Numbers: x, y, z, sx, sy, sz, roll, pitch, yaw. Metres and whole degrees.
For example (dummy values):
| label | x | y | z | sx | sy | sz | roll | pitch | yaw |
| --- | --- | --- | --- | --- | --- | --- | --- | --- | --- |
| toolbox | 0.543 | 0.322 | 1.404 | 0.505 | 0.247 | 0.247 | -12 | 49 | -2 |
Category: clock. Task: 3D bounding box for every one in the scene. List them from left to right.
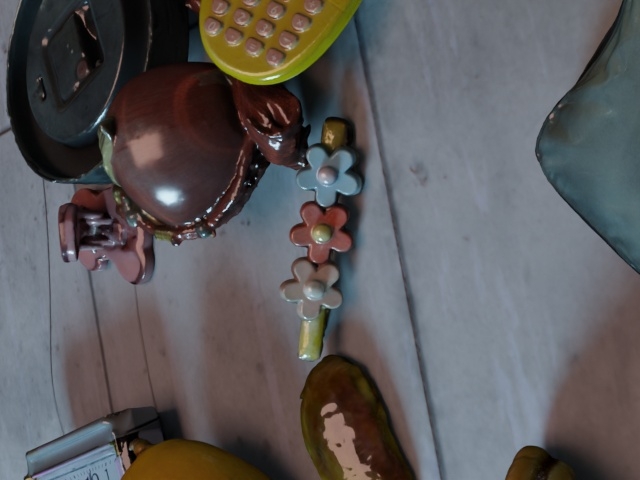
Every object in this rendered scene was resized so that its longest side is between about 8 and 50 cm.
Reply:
| label | x | y | z | sx | sy | sz | roll | pitch | yaw |
| --- | --- | --- | --- | --- | --- | --- | --- | --- | --- |
| clock | -0.239 | -0.192 | 1.220 | 0.281 | 0.055 | 0.280 | -7 | 81 | 46 |
| clock | -0.231 | 0.296 | 1.275 | 0.253 | 0.083 | 0.186 | -27 | 74 | 46 |

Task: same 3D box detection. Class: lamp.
| label | x | y | z | sx | sy | sz | roll | pitch | yaw |
| --- | --- | --- | --- | --- | --- | --- | --- | --- | --- |
| lamp | -0.107 | -0.111 | 1.063 | 0.223 | 0.151 | 0.215 | -21 | 77 | 7 |

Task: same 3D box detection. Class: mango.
| label | x | y | z | sx | sy | sz | roll | pitch | yaw |
| --- | --- | --- | --- | --- | --- | --- | --- | --- | --- |
| mango | -0.084 | 0.306 | 1.085 | 0.317 | 0.119 | 0.176 | 42 | 107 | 21 |

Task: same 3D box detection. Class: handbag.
| label | x | y | z | sx | sy | sz | roll | pitch | yaw |
| --- | --- | --- | --- | --- | --- | --- | --- | --- | --- |
| handbag | 0.266 | -0.022 | 0.697 | 0.332 | 0.075 | 0.191 | 55 | 133 | 34 |

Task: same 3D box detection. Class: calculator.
| label | x | y | z | sx | sy | sz | roll | pitch | yaw |
| --- | --- | --- | --- | --- | --- | --- | --- | --- | --- |
| calculator | -0.017 | -0.240 | 0.967 | 0.146 | 0.032 | 0.235 | 30 | 92 | 25 |

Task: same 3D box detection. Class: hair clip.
| label | x | y | z | sx | sy | sz | roll | pitch | yaw |
| --- | --- | --- | --- | --- | --- | --- | --- | --- | --- |
| hair clip | -0.235 | -0.014 | 1.286 | 0.138 | 0.102 | 0.123 | -166 | 74 | -80 |
| hair clip | 0.000 | 0.002 | 1.006 | 0.056 | 0.062 | 0.213 | -90 | 7 | -74 |

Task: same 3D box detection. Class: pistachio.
| label | x | y | z | sx | sy | sz | roll | pitch | yaw |
| --- | --- | --- | --- | --- | --- | --- | --- | --- | --- |
| pistachio | 0.022 | 0.184 | 1.008 | 0.089 | 0.049 | 0.173 | -41 | 64 | 43 |

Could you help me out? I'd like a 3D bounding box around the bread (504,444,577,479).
| label | x | y | z | sx | sy | sz | roll | pitch | yaw |
| --- | --- | --- | --- | --- | --- | --- | --- | --- | --- |
| bread | 0.158 | 0.252 | 0.826 | 0.077 | 0.116 | 0.200 | 6 | 99 | 23 |
